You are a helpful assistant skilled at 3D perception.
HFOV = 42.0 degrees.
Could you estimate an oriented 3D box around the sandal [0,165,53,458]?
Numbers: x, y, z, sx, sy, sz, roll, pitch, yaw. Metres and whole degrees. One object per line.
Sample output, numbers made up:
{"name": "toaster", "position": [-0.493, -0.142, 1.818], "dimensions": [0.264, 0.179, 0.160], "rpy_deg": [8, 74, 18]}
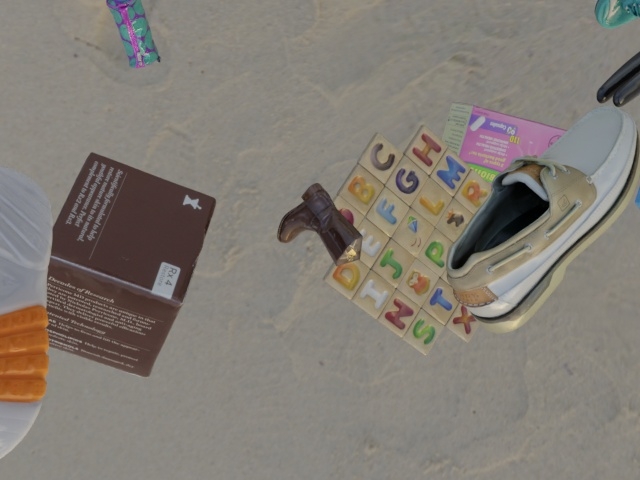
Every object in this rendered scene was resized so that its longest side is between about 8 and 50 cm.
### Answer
{"name": "sandal", "position": [-0.268, 0.063, 0.662], "dimensions": [0.102, 0.265, 0.076], "rpy_deg": [23, 138, -29]}

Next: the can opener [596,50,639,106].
{"name": "can opener", "position": [0.405, -0.221, 1.011], "dimensions": [0.186, 0.059, 0.073], "rpy_deg": [-39, 115, -9]}

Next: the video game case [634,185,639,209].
{"name": "video game case", "position": [0.609, -0.125, 1.505], "dimensions": [0.015, 0.119, 0.166], "rpy_deg": [14, 81, 37]}

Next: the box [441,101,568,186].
{"name": "box", "position": [0.334, -0.120, 1.597], "dimensions": [0.213, 0.117, 0.243], "rpy_deg": [13, 100, -13]}

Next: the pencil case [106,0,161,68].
{"name": "pencil case", "position": [-0.356, -0.403, 1.592], "dimensions": [0.064, 0.070, 0.152], "rpy_deg": [-11, 137, 2]}

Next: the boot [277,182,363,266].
{"name": "boot", "position": [0.000, 0.000, 1.072], "dimensions": [0.114, 0.037, 0.106], "rpy_deg": [53, 127, 27]}

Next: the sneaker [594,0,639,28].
{"name": "sneaker", "position": [0.604, -0.444, 1.516], "dimensions": [0.107, 0.275, 0.110], "rpy_deg": [21, 74, -23]}

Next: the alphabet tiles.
{"name": "alphabet tiles", "position": [0.161, 0.003, 1.297], "dimensions": [0.342, 0.011, 0.285], "rpy_deg": [37, 81, -25]}

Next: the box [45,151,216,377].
{"name": "box", "position": [-0.250, 0.036, 1.041], "dimensions": [0.167, 0.168, 0.203], "rpy_deg": [21, 139, -10]}

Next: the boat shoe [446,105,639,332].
{"name": "boat shoe", "position": [0.252, -0.044, 0.927], "dimensions": [0.103, 0.302, 0.113], "rpy_deg": [45, 163, -32]}
